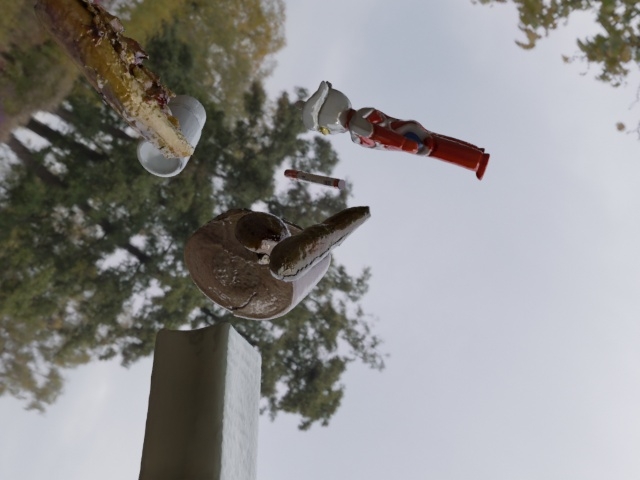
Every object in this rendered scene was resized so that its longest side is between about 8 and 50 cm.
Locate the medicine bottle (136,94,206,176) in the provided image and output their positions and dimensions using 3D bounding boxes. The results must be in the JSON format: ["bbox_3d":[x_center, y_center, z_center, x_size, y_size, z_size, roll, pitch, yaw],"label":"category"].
[{"bbox_3d":[-0.417,-0.303,1.899,0.144,0.144,0.252,-32,-152,34],"label":"medicine bottle"}]

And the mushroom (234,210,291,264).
[{"bbox_3d":[-0.121,-0.011,1.403,0.087,0.127,0.127,-56,-153,27],"label":"mushroom"}]

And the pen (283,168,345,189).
[{"bbox_3d":[-0.018,-0.150,1.622,0.239,0.028,0.028,19,-104,53],"label":"pen"}]

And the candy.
[{"bbox_3d":[-0.196,0.334,1.145,0.144,0.208,0.359,-8,-124,11],"label":"candy"}]

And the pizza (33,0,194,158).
[{"bbox_3d":[-0.279,-0.240,0.949,0.085,0.305,0.161,-37,-148,2],"label":"pizza"}]

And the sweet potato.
[{"bbox_3d":[0.000,0.000,1.265,0.273,0.075,0.075,-33,-168,-40],"label":"sweet potato"}]

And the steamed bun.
[{"bbox_3d":[-0.151,0.067,1.576,0.251,0.301,0.199,-41,151,-61],"label":"steamed bun"}]

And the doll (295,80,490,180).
[{"bbox_3d":[0.133,-0.208,1.281,0.188,0.383,0.099,-44,155,-73],"label":"doll"}]
